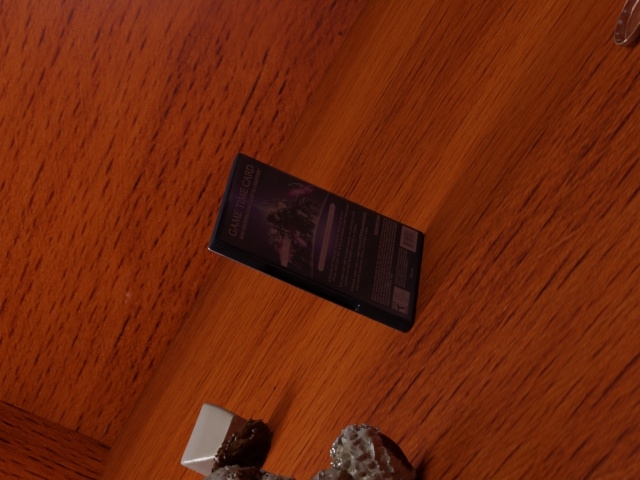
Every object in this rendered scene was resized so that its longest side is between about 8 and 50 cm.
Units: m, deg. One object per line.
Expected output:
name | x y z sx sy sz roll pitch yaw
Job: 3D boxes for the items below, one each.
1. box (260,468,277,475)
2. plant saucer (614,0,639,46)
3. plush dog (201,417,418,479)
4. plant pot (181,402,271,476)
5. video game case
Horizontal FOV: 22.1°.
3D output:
box | -0.089 0.413 2.051 0.181 0.119 0.182 -56 14 44
plant saucer | 0.332 -0.239 1.698 0.083 0.013 0.083 -63 9 19
plush dog | -0.037 0.311 1.707 0.210 0.225 0.262 -60 12 31
plant pot | -0.140 0.326 2.604 0.096 0.109 0.109 -16 49 62
video game case | 0.000 0.000 2.113 0.196 0.274 0.026 -79 14 -53
